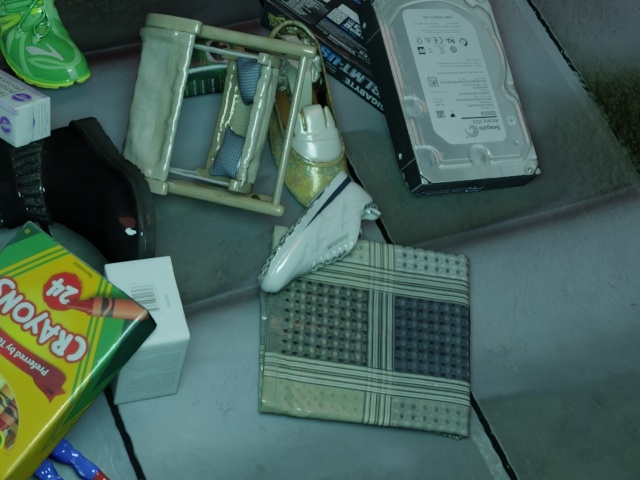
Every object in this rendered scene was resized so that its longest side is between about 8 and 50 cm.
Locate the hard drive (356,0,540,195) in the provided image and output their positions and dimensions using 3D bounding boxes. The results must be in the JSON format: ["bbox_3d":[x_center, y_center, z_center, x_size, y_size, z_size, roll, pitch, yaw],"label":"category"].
[{"bbox_3d":[0.210,-0.246,2.070,0.236,0.064,0.339,-5,73,-27],"label":"hard drive"}]

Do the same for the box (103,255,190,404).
[{"bbox_3d":[-0.241,0.122,1.705,0.091,0.170,0.130,-8,60,-18],"label":"box"}]

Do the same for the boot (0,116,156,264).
[{"bbox_3d":[-0.394,-0.047,1.766,0.260,0.131,0.348,-12,35,-26],"label":"boot"}]

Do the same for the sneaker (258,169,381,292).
[{"bbox_3d":[0.000,0.000,1.843,0.095,0.090,0.235,44,61,-6],"label":"sneaker"}]

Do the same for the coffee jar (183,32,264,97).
[{"bbox_3d":[-0.178,-0.279,2.024,0.184,0.079,0.096,-5,58,-4],"label":"coffee jar"}]

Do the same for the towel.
[{"bbox_3d":[0.065,0.134,1.862,0.324,0.056,0.312,10,58,-11],"label":"towel"}]

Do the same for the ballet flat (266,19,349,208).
[{"bbox_3d":[-0.026,-0.208,2.015,0.123,0.123,0.349,-3,59,-17],"label":"ballet flat"}]

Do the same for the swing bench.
[{"bbox_3d":[-0.161,-0.187,1.865,0.254,0.165,0.253,10,95,-10],"label":"swing bench"}]

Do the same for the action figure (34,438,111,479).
[{"bbox_3d":[-0.363,0.250,1.617,0.280,0.139,0.091,31,54,9],"label":"action figure"}]

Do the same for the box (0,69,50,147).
[{"bbox_3d":[-0.521,-0.232,1.857,0.324,0.067,0.063,30,38,31],"label":"box"}]

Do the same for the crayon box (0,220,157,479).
[{"bbox_3d":[-0.380,0.160,1.548,0.202,0.081,0.318,35,76,14],"label":"crayon box"}]

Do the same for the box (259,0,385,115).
[{"bbox_3d":[0.098,-0.391,2.193,0.295,0.073,0.293,36,55,10],"label":"box"}]

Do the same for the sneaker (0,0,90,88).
[{"bbox_3d":[-0.465,-0.357,1.991,0.109,0.123,0.295,-27,68,-29],"label":"sneaker"}]
